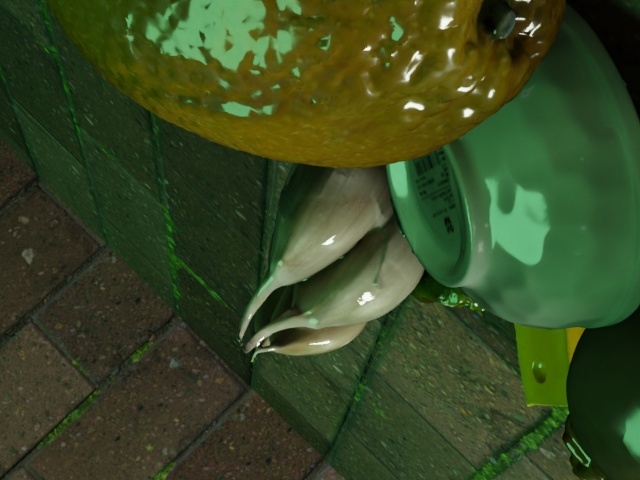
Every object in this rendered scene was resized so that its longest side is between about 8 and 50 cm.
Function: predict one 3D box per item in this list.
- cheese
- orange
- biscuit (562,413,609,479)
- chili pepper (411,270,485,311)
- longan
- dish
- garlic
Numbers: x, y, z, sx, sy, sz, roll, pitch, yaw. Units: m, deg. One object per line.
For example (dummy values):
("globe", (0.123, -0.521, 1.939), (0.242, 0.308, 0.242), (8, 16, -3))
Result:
("cheese", (0.241, 0.062, 1.223), (0.171, 0.126, 0.093), (67, 162, 2))
("orange", (-0.015, -0.202, 0.788), (0.357, 0.322, 0.322), (37, 161, 36))
("biscuit", (0.388, 0.263, 1.260), (0.332, 0.103, 0.332), (41, 162, 16))
("chili pepper", (0.133, 0.043, 1.430), (0.073, 0.072, 0.204), (68, 166, -8))
("longan", (0.298, 0.128, 1.010), (0.196, 0.196, 0.220), (30, 161, 45))
("dish", (0.130, -0.048, 0.965), (0.303, 0.120, 0.303), (163, 90, -73))
("garlic", (0.000, 0.000, 1.386), (0.237, 0.292, 0.210), (-30, 114, 32))
